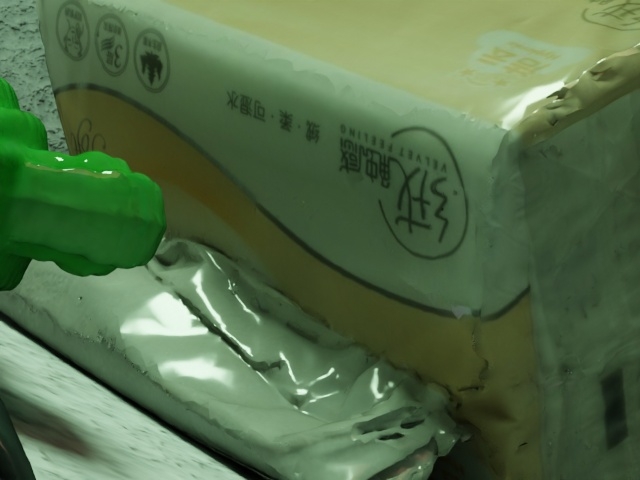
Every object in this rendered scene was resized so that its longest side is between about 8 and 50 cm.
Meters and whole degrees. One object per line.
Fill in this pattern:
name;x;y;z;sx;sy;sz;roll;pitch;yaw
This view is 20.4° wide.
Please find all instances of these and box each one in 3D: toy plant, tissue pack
toy plant;-0.147;-0.021;0.578;0.154;0.088;0.240;9;1;-31
tissue pack;0.000;0.000;0.739;0.238;0.238;0.305;26;0;-45

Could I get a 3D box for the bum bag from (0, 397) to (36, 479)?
bum bag;-0.151;-0.014;0.317;0.248;0.060;0.123;27;-2;-30
